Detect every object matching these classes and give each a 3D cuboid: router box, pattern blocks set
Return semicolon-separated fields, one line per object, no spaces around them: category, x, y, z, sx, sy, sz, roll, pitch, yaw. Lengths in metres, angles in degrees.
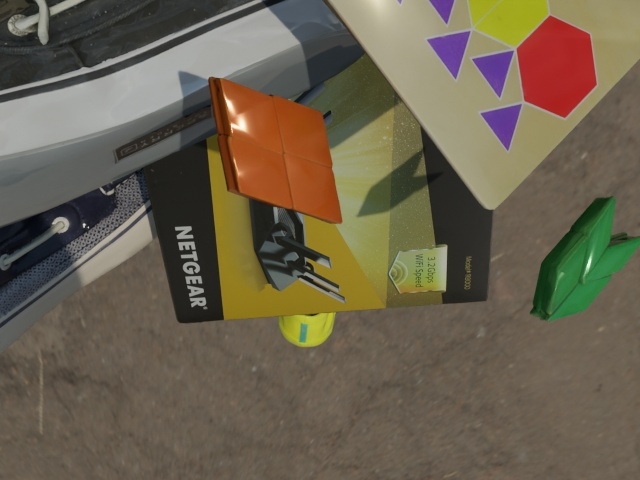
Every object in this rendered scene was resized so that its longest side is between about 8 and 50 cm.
router box;-0.001;-0.078;0.789;0.243;0.308;0.081;-5;44;1
pattern blocks set;0.060;-0.124;0.470;0.285;0.026;0.325;-37;108;-17

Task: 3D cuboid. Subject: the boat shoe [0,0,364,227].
boat shoe;-0.128;-0.088;0.562;0.306;0.113;0.105;-25;80;-10

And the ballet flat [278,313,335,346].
ballet flat;0.000;0.000;1.195;0.077;0.077;0.231;7;63;4

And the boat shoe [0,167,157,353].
boat shoe;-0.224;-0.044;0.866;0.127;0.158;0.340;27;61;34
